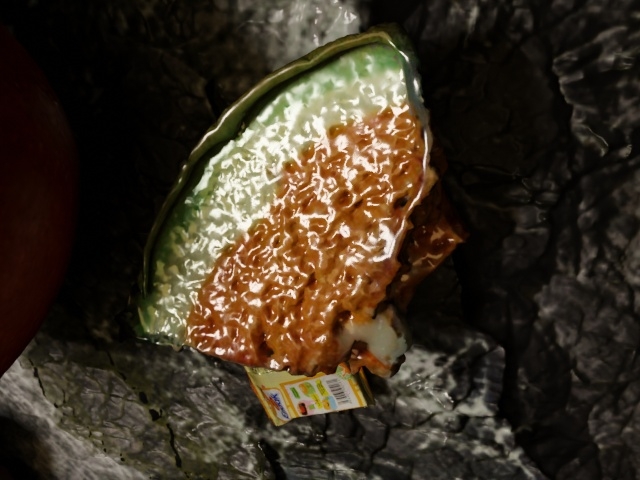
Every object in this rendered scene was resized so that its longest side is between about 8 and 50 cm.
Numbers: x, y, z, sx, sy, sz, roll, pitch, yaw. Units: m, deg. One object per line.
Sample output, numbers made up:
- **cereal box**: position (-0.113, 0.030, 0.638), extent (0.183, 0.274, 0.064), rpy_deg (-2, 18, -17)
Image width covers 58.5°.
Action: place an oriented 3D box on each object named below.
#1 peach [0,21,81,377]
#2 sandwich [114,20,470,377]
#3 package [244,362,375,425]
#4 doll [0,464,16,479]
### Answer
- **peach**: position (-0.339, -0.023, 0.358), extent (0.388, 0.388, 0.389), rpy_deg (4, 112, 11)
- **sandwich**: position (-0.003, -0.013, 0.415), extent (0.212, 0.109, 0.292), rpy_deg (28, 113, 3)
- **package**: position (-0.017, 0.115, 0.515), extent (0.120, 0.031, 0.108), rpy_deg (-18, 107, 20)
- **doll**: position (-0.451, 0.270, 0.607), extent (0.255, 0.152, 0.196), rpy_deg (26, 127, -3)
